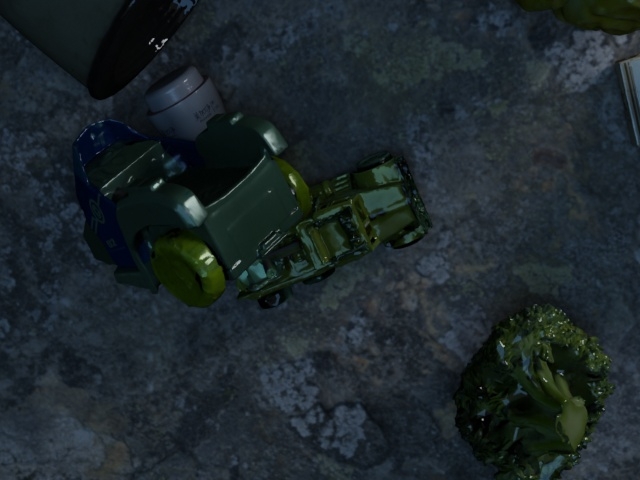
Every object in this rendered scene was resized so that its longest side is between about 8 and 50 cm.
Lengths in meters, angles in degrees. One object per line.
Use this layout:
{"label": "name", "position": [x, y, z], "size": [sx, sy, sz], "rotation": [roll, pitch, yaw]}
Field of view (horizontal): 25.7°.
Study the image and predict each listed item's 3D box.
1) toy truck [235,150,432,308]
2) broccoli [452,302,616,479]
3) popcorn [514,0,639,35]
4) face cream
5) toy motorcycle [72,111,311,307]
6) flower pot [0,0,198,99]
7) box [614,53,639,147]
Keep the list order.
{"label": "toy truck", "position": [0.003, -0.002, 1.716], "size": [0.260, 0.135, 0.128], "rotation": [-22, 103, 7]}
{"label": "broccoli", "position": [0.261, 0.198, 1.726], "size": [0.198, 0.176, 0.226], "rotation": [7, 76, -20]}
{"label": "popcorn", "position": [0.326, -0.366, 1.522], "size": [0.282, 0.282, 0.247], "rotation": [31, 144, -4]}
{"label": "face cream", "position": [-0.162, -0.157, 1.709], "size": [0.091, 0.091, 0.095], "rotation": [-28, 109, 12]}
{"label": "toy motorcycle", "position": [-0.190, -0.051, 1.650], "size": [0.326, 0.191, 0.200], "rotation": [1, 126, 45]}
{"label": "flower pot", "position": [-0.290, -0.365, 1.570], "size": [0.330, 0.293, 0.293], "rotation": [35, 106, 2]}
{"label": "box", "position": [0.461, -0.188, 1.677], "size": [0.198, 0.029, 0.109], "rotation": [-14, 104, 8]}
